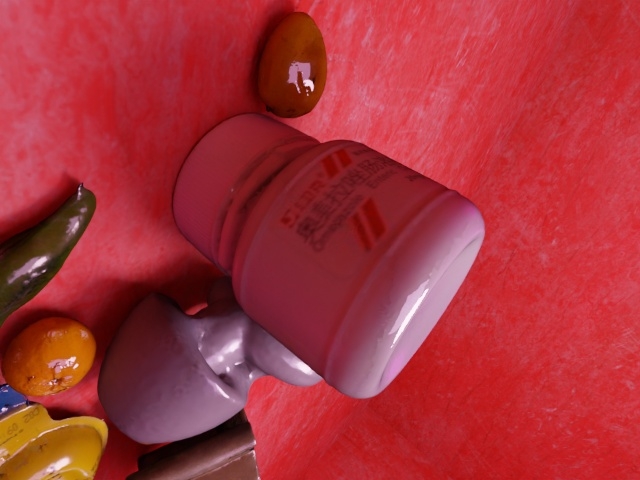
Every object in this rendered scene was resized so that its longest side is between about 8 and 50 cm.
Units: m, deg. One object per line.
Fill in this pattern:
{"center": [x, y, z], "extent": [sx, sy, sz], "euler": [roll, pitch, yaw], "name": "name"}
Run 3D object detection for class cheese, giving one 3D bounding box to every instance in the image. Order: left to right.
{"center": [-0.339, 0.260, 0.464], "extent": [0.177, 0.069, 0.270], "euler": [-36, 146, -37], "name": "cheese"}

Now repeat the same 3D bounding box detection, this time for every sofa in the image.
{"center": [-0.210, 0.362, 0.653], "extent": [0.200, 0.182, 0.258], "euler": [-17, 166, -24], "name": "sofa"}

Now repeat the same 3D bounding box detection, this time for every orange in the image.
{"center": [-0.272, 0.117, 0.409], "extent": [0.083, 0.070, 0.083], "euler": [-36, 148, -27], "name": "orange"}

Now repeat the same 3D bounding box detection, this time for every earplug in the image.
{"center": [-0.125, 0.148, 0.554], "extent": [0.325, 0.214, 0.175], "euler": [-5, 125, -48], "name": "earplug"}

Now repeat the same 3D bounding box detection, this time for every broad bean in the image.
{"center": [-0.296, 0.069, 0.341], "extent": [0.297, 0.043, 0.060], "euler": [-51, 170, -7], "name": "broad bean"}

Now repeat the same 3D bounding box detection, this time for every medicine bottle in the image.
{"center": [0.000, 0.000, 0.475], "extent": [0.241, 0.302, 0.241], "euler": [-42, 152, -29], "name": "medicine bottle"}

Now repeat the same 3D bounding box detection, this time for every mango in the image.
{"center": [-0.032, -0.198, 0.463], "extent": [0.080, 0.060, 0.114], "euler": [-1, 124, -43], "name": "mango"}

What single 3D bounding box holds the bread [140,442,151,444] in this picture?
{"center": [-0.214, 0.221, 0.617], "extent": [0.189, 0.077, 0.114], "euler": [-32, 125, -43], "name": "bread"}
